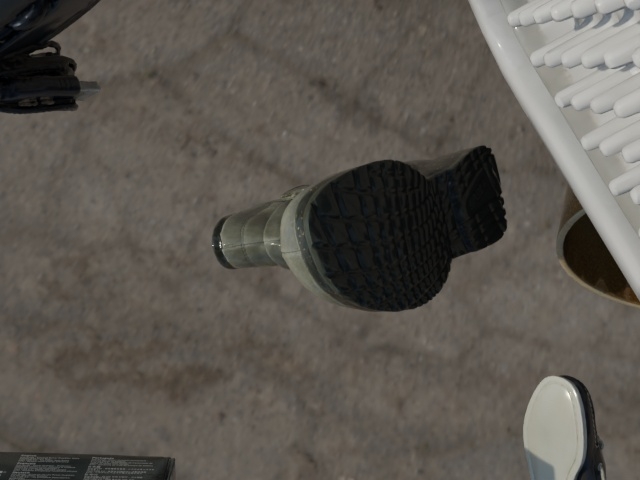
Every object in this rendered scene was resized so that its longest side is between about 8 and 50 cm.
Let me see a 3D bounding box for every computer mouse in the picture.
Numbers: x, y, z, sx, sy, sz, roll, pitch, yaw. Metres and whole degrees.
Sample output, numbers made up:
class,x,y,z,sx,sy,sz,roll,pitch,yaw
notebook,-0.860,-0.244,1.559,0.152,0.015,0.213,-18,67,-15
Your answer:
class,x,y,z,sx,sy,sz,roll,pitch,yaw
computer mouse,-0.160,-0.176,0.868,0.072,0.188,0.272,45,116,26

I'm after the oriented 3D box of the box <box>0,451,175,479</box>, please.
class,x,y,z,sx,sy,sz,roll,pitch,yaw
box,-0.167,0.191,0.732,0.180,0.077,0.147,1,108,2

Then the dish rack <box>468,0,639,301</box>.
class,x,y,z,sx,sy,sz,roll,pitch,yaw
dish rack,0.111,-0.069,0.439,0.072,0.333,0.285,-26,142,2

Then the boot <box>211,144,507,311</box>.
class,x,y,z,sx,sy,sz,roll,pitch,yaw
boot,0.000,0.000,0.849,0.161,0.246,0.083,-9,94,29

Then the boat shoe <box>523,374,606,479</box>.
class,x,y,z,sx,sy,sz,roll,pitch,yaw
boat shoe,0.149,0.133,0.831,0.046,0.038,0.125,18,120,51

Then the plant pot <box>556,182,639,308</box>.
class,x,y,z,sx,sy,sz,roll,pitch,yaw
plant pot,0.294,-0.103,1.032,0.237,0.254,0.237,4,155,2
